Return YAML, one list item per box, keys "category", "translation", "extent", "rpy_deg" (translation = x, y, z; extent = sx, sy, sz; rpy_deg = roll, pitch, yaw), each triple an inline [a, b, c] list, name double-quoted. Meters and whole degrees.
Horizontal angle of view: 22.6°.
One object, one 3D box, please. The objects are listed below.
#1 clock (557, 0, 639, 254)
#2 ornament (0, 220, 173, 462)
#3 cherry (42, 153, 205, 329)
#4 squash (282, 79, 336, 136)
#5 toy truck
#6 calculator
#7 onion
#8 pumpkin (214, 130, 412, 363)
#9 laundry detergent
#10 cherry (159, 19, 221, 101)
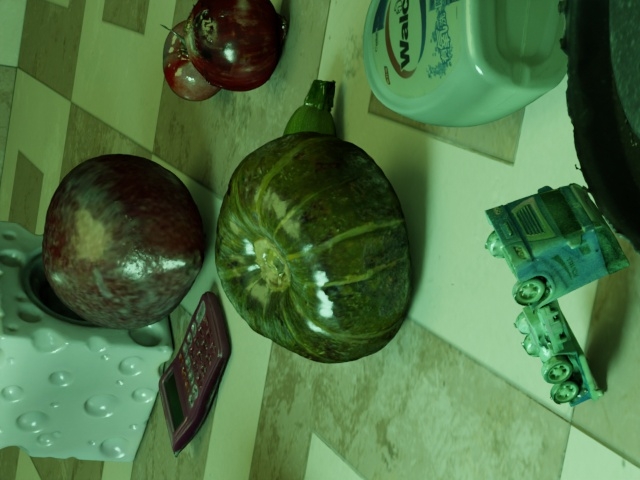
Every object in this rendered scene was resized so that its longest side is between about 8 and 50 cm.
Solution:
- category: "clock"
  translation: [0.266, -0.166, 0.939]
  extent: [0.386, 0.076, 0.386]
  rpy_deg: [-173, 90, -70]
- category: "ornament"
  translation: [-0.365, 0.145, 2.272]
  extent: [0.239, 0.240, 0.240]
  rpy_deg: [-107, 31, -47]
- category: "cherry"
  translation: [-0.253, 0.003, 2.089]
  extent: [0.300, 0.203, 0.230]
  rpy_deg: [10, 88, 55]
- category: "squash"
  translation: [-0.016, -0.045, 1.658]
  extent: [0.066, 0.066, 0.252]
  rpy_deg: [146, 128, -64]
- category: "toy truck"
  translation: [0.171, 0.042, 1.089]
  extent: [0.067, 0.081, 0.175]
  rpy_deg: [-111, -3, -49]
- category: "calculator"
  translation: [-0.157, 0.168, 2.015]
  extent: [0.190, 0.034, 0.126]
  rpy_deg: [-63, 27, 32]
- category: "onion"
  translation: [-0.098, -0.239, 1.867]
  extent: [0.131, 0.131, 0.131]
  rpy_deg: [-173, 90, -69]
- category: "pumpkin"
  translation: [0.000, 0.000, 1.484]
  extent: [0.219, 0.162, 0.219]
  rpy_deg: [33, 133, 44]
- category: "laundry detergent"
  translation: [0.109, -0.199, 1.323]
  extent: [0.280, 0.105, 0.215]
  rpy_deg: [177, 99, -71]
- category: "cherry"
  translation: [-0.162, -0.234, 2.075]
  extent: [0.126, 0.087, 0.106]
  rpy_deg: [-114, 25, -85]
